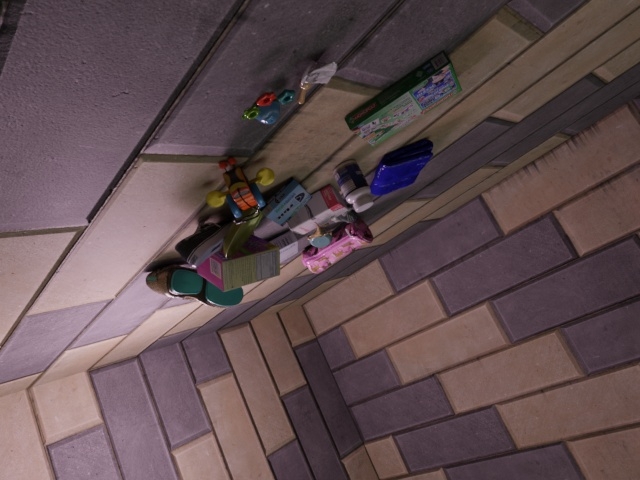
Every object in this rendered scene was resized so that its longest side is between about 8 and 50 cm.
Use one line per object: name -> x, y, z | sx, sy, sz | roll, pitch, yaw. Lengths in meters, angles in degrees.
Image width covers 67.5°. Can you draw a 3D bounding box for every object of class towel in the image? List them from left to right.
towel -> 0.322, -0.277, 1.915 | 0.227, 0.076, 0.308 | -24, 166, -8

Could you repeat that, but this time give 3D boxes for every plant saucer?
plant saucer -> -0.263, -0.046, 1.625 | 0.241, 0.037, 0.241 | -57, 177, -5
plant saucer -> 0.000, 0.000, 2.364 | 0.119, 0.021, 0.119 | -1, 139, -1

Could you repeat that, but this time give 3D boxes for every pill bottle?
pill bottle -> 0.120, -0.189, 1.682 | 0.094, 0.169, 0.094 | -24, 167, -6

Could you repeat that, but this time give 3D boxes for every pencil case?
pencil case -> 0.083, 0.031, 2.478 | 0.386, 0.160, 0.167 | -32, 131, 29

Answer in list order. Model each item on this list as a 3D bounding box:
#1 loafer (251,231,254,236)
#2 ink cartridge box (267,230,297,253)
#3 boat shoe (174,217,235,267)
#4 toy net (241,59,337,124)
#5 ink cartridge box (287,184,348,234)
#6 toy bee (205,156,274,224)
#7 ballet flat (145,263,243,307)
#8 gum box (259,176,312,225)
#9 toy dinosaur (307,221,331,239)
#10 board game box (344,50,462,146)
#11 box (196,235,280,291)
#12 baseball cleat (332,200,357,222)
loafer -> -0.311, -0.021, 1.824 | 0.125, 0.039, 0.045 | -18, 165, -28
ink cartridge box -> -0.256, 0.093, 2.230 | 0.324, 0.071, 0.330 | -29, 167, -8
boat shoe -> -0.375, -0.013, 1.592 | 0.113, 0.105, 0.306 | -53, 179, 32
toy net -> -0.071, -0.339, 1.060 | 0.232, 0.045, 0.122 | -33, 163, 22
ink cartridge box -> -0.018, -0.116, 1.879 | 0.218, 0.092, 0.158 | -30, 167, 11
toy bee -> -0.215, -0.155, 1.332 | 0.195, 0.162, 0.298 | -28, -166, -23
ballet flat -> -0.526, 0.185, 1.997 | 0.182, 0.164, 0.483 | 1, 168, 28
gum box -> -0.117, -0.130, 1.669 | 0.157, 0.041, 0.184 | -44, 166, 3
toy dinosaur -> -0.004, -0.033, 1.914 | 0.092, 0.053, 0.183 | -21, 169, -20
board game box -> 0.245, -0.397, 1.391 | 0.317, 0.046, 0.213 | -30, 166, 19
box -> -0.310, 0.075, 1.796 | 0.243, 0.117, 0.213 | -14, -156, -36
baseball cleat -> 0.124, -0.127, 2.140 | 0.109, 0.072, 0.206 | -43, 163, 34
